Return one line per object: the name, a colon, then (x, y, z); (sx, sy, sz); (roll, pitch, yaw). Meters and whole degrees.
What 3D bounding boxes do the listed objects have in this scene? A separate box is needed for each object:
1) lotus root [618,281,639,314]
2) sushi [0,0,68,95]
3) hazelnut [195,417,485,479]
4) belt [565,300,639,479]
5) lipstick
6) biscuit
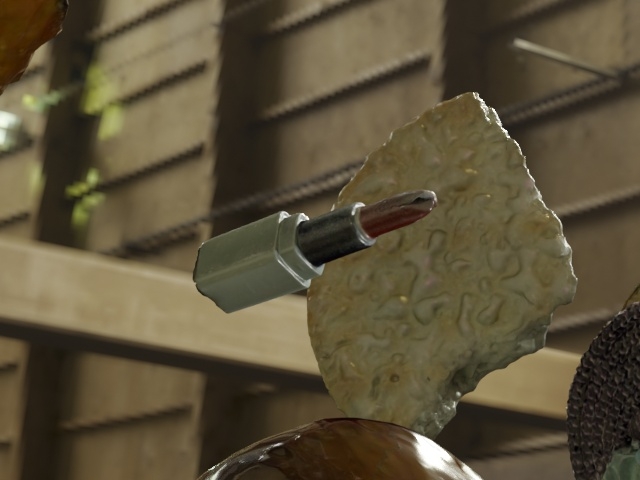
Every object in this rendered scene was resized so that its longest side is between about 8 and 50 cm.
lotus root: (0.347, 0.121, 1.634); (0.199, 0.180, 0.188); (20, -122, 46)
sushi: (-0.186, -0.162, 0.814); (0.296, 0.179, 0.167); (94, -15, -46)
hazelnut: (-0.005, 0.206, 0.955); (0.217, 0.217, 0.251); (-41, -176, 41)
belt: (0.288, 0.157, 1.207); (0.325, 0.122, 0.260); (37, -54, 38)
lipstick: (0.000, 0.000, 0.791); (0.107, 0.025, 0.025); (-19, -136, 29)
biscuit: (0.085, 0.021, 1.343); (0.188, 0.040, 0.265); (10, -110, 22)
